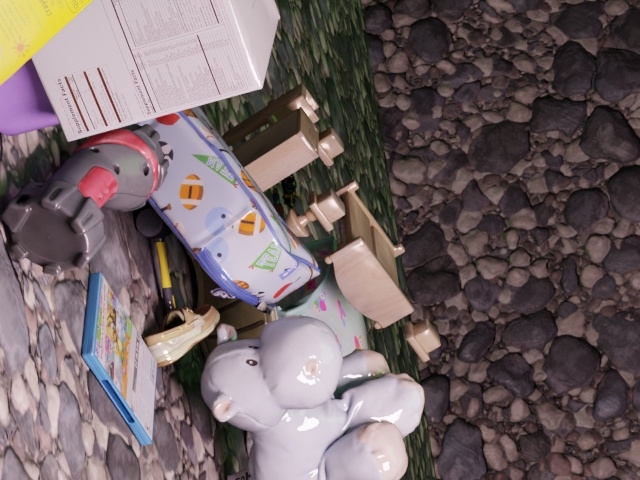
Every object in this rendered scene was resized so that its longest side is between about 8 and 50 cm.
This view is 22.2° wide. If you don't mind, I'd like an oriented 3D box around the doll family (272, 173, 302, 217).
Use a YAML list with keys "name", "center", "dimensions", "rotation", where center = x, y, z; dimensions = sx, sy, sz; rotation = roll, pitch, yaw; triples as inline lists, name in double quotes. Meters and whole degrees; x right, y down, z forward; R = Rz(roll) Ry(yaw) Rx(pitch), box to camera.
- name: "doll family"
  center: [-0.070, -0.098, 2.604]
  dimensions: [0.111, 0.076, 0.193]
  rotation: [148, -75, -82]

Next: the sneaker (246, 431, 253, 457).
- name: "sneaker"
  center: [-0.060, 0.231, 2.267]
  dimensions: [0.115, 0.090, 0.232]
  rotation: [27, 52, -79]

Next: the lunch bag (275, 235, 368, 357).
- name: "lunch bag"
  center: [-0.016, 0.146, 2.398]
  dimensions: [0.262, 0.160, 0.223]
  rotation: [-88, 163, -69]

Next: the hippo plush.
- name: "hippo plush"
  center: [-0.043, 0.184, 2.002]
  dimensions: [0.236, 0.294, 0.234]
  rotation: [55, 21, -31]

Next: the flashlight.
- name: "flashlight"
  center: [-0.237, -0.045, 1.713]
  dimensions: [0.304, 0.103, 0.103]
  rotation: [-74, 151, -70]

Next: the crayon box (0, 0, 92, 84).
- name: "crayon box"
  center: [-0.302, -0.239, 1.369]
  dimensions: [0.318, 0.081, 0.202]
  rotation: [-46, 139, -20]

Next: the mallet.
- name: "mallet"
  center: [-0.191, 0.050, 1.988]
  dimensions: [0.062, 0.039, 0.190]
  rotation: [27, 54, -75]

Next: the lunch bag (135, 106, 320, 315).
- name: "lunch bag"
  center: [-0.127, -0.046, 1.979]
  dimensions: [0.303, 0.115, 0.243]
  rotation: [54, 4, 15]

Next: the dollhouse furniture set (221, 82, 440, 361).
- name: "dollhouse furniture set"
  center: [0.000, 0.000, 2.352]
  dimensions: [0.355, 0.173, 0.303]
  rotation: [54, 15, -21]

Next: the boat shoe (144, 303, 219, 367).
- name: "boat shoe"
  center: [-0.165, 0.103, 1.950]
  dimensions: [0.045, 0.050, 0.135]
  rotation: [65, 31, -13]

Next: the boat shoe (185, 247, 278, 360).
- name: "boat shoe"
  center: [-0.110, 0.058, 2.157]
  dimensions: [0.103, 0.113, 0.302]
  rotation: [6, 70, -72]

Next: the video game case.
- name: "video game case"
  center: [-0.220, 0.132, 1.801]
  dimensions: [0.119, 0.015, 0.166]
  rotation: [-91, 163, -44]

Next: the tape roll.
- name: "tape roll"
  center: [-0.299, -0.205, 1.649]
  dimensions: [0.189, 0.080, 0.189]
  rotation: [-13, 90, -77]

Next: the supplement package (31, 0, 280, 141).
- name: "supplement package"
  center: [-0.165, -0.224, 1.607]
  dimensions: [0.194, 0.203, 0.149]
  rotation: [-82, 155, -62]
